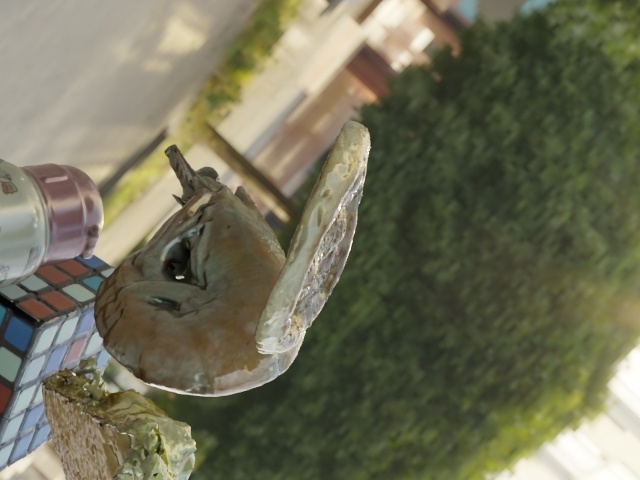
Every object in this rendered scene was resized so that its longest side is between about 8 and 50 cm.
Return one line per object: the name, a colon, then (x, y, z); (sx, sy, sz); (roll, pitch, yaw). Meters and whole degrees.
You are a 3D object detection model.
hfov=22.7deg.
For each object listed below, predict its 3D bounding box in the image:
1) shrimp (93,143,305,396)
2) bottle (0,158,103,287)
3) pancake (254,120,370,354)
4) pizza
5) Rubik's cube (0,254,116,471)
shrimp: (-0.111, 0.023, 1.330); (0.317, 0.168, 0.077); (-115, -157, -52)
bottle: (-0.311, -0.011, 1.407); (0.253, 0.120, 0.120); (-12, 157, -40)
pancake: (0.000, 0.000, 0.973); (0.158, 0.028, 0.158); (22, 90, -82)
pizza: (-0.126, 0.186, 1.150); (0.075, 0.280, 0.287); (-16, 165, -19)
Rubik's cube: (-0.322, 0.090, 1.571); (0.184, 0.187, 0.182); (-30, 147, -64)
